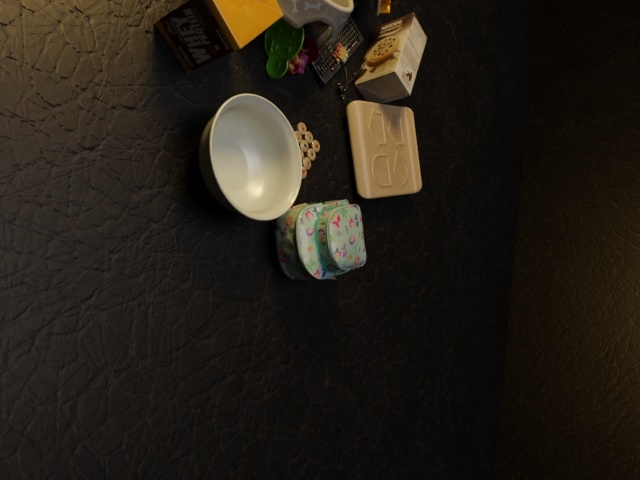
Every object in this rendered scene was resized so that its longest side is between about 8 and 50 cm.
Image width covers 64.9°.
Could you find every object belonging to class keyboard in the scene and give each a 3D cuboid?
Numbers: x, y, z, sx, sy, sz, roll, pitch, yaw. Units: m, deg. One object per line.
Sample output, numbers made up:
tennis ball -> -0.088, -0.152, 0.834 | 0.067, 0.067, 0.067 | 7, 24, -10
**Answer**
keyboard -> 0.070, -0.600, 1.653 | 0.202, 0.033, 0.317 | 57, 48, -30

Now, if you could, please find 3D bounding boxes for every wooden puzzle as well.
wooden puzzle -> 0.069, -0.604, 1.625 | 0.049, 0.006, 0.083 | 40, 55, -33
wooden puzzle -> 0.217, -0.313, 1.769 | 0.347, 0.080, 0.323 | -11, 94, -46

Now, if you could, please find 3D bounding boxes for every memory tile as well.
memory tile -> -0.055, -0.265, 1.480 | 0.113, 0.012, 0.148 | 48, 52, -36

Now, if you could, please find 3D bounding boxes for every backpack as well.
backpack -> 0.000, 0.000, 1.395 | 0.253, 0.191, 0.226 | -11, 95, -45

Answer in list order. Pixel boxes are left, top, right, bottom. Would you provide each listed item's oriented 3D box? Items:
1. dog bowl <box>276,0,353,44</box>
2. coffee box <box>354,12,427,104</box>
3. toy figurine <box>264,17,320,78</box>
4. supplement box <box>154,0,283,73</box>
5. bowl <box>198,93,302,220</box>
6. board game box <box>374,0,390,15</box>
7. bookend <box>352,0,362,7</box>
dog bowl -> -0.053, -0.697, 1.353 | 0.348, 0.102, 0.349 | 31, 37, -27
coffee box -> 0.251, -0.634, 1.767 | 0.119, 0.168, 0.298 | 43, 54, -39
toy figurine -> -0.067, -0.530, 1.433 | 0.159, 0.130, 0.173 | -3, 111, -60
supplement box -> -0.230, -0.508, 1.151 | 0.129, 0.194, 0.191 | 59, 46, -28
bowl -> -0.188, -0.189, 1.217 | 0.297, 0.134, 0.298 | 8, 80, -49
board game box -> 0.213, -1.013, 1.617 | 0.390, 0.050, 0.391 | 91, 0, -63
bookend -> 0.066, -0.831, 1.639 | 0.156, 0.072, 0.157 | 59, 46, -28
